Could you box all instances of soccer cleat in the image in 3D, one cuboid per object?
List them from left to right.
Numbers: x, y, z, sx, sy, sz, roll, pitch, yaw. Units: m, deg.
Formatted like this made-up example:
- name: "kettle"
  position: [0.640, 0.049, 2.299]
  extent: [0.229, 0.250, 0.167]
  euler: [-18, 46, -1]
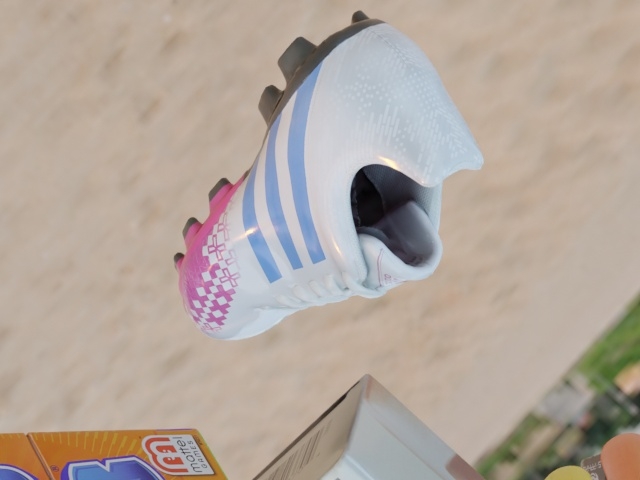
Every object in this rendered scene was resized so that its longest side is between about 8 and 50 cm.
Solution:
- name: "soccer cleat"
  position: [0.000, 0.000, 1.245]
  extent: [0.116, 0.143, 0.331]
  euler: [-28, 160, -32]

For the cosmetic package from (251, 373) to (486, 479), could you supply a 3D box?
- name: "cosmetic package"
  position: [0.081, 0.246, 1.217]
  extent: [0.153, 0.296, 0.129]
  euler: [-43, -172, 20]

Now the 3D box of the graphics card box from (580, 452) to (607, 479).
- name: "graphics card box"
  position: [0.312, 0.352, 1.655]
  extent: [0.094, 0.371, 0.233]
  euler: [0, 165, -14]

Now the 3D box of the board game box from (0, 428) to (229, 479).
- name: "board game box"
  position: [-0.241, 0.411, 1.649]
  extent: [0.356, 0.356, 0.356]
  euler: [2, 126, -35]

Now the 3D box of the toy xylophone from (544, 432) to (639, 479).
- name: "toy xylophone"
  position: [0.218, 0.262, 1.430]
  extent: [0.322, 0.236, 0.081]
  euler: [-26, 134, 2]
